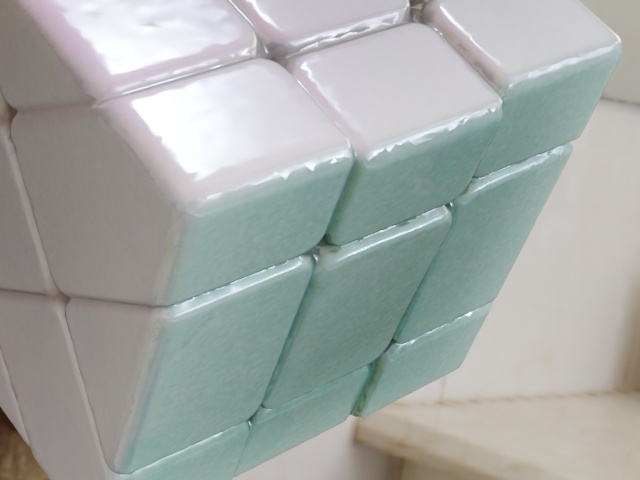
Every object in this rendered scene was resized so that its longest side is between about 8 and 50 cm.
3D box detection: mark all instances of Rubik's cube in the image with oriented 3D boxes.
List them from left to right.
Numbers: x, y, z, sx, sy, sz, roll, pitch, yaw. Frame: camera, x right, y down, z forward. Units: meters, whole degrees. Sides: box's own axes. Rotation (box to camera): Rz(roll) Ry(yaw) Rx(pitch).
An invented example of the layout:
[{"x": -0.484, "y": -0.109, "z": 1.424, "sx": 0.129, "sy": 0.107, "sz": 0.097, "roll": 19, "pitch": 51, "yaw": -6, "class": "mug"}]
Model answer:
[{"x": -0.068, "y": -0.065, "z": 0.882, "sx": 0.316, "sy": 0.321, "sz": 0.319, "roll": -23, "pitch": 59, "yaw": -33, "class": "Rubik's cube"}]
